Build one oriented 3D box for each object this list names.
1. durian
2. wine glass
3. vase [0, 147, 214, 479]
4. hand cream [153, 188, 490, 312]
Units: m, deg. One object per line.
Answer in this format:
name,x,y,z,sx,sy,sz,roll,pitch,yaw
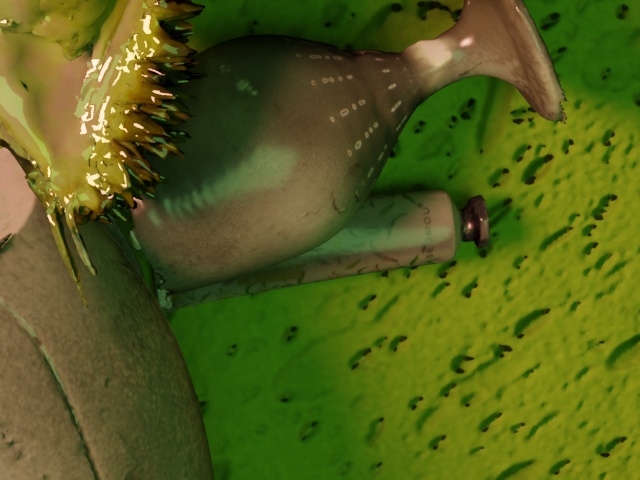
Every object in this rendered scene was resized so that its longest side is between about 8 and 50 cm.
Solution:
durian,-0.157,-0.163,0.901,0.169,0.158,0.351,-42,125,-19
wine glass,0.002,-0.065,1.060,0.241,0.126,0.126,-28,115,-1
vase,-0.144,0.173,1.069,0.250,0.250,0.445,-25,120,-2
hand cream,0.000,0.000,1.133,0.195,0.042,0.067,-7,112,-6
